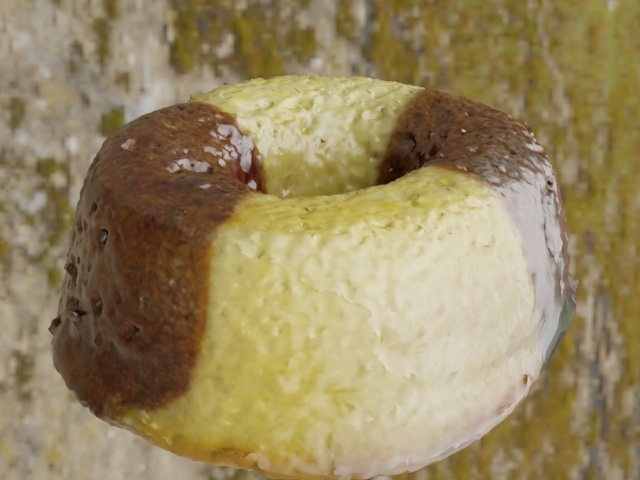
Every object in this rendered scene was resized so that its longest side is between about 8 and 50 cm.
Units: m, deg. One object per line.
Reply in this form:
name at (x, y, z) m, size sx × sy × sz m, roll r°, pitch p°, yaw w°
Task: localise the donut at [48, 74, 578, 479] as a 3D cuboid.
donut at (0.000, 0.000, 0.505) m, size 0.184 × 0.166 × 0.073 m, roll -27°, pitch 126°, yaw -49°
